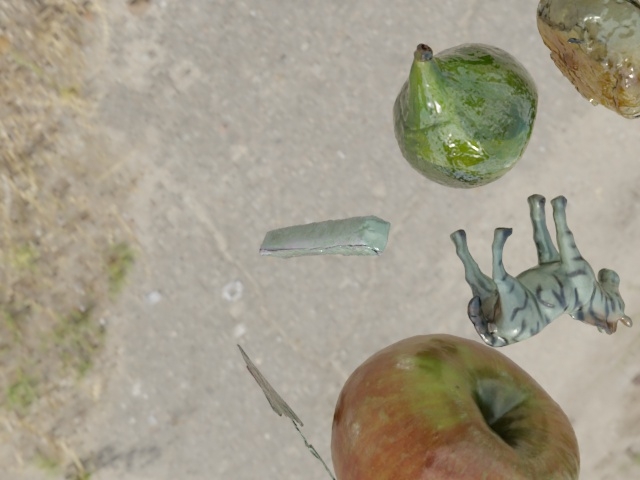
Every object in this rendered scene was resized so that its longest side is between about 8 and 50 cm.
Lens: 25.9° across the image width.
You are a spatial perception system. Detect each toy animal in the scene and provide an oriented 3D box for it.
[{"bbox_3d":[0.262,0.031,1.584,0.255,0.090,0.170,-3,91,-31],"label":"toy animal"}]

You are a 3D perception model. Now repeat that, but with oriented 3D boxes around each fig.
[{"bbox_3d":[0.158,-0.180,1.776,0.235,0.203,0.203,29,104,-43],"label":"fig"}]

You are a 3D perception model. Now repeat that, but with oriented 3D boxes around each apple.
[{"bbox_3d":[0.155,0.269,1.695,0.277,0.309,0.250,6,131,-35],"label":"apple"}]

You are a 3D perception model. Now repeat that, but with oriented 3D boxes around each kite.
[{"bbox_3d":[-0.042,0.238,1.849,0.012,0.250,0.229,-38,168,0],"label":"kite"}]

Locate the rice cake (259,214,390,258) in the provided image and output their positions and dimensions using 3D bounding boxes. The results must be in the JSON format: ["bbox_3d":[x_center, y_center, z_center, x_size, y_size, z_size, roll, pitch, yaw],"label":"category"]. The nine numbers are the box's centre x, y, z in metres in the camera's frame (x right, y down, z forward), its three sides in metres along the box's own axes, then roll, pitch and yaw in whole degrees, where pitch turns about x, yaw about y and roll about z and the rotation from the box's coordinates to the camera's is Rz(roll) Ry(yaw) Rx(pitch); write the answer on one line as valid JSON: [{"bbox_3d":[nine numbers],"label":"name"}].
[{"bbox_3d":[0.000,0.000,1.290,0.033,0.207,0.033,22,77,-26],"label":"rice cake"}]

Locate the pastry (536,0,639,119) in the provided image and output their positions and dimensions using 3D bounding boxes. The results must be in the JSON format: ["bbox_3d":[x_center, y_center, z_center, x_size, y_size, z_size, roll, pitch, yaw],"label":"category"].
[{"bbox_3d":[0.275,-0.188,1.348,0.081,0.153,0.153,-47,140,-3],"label":"pastry"}]
